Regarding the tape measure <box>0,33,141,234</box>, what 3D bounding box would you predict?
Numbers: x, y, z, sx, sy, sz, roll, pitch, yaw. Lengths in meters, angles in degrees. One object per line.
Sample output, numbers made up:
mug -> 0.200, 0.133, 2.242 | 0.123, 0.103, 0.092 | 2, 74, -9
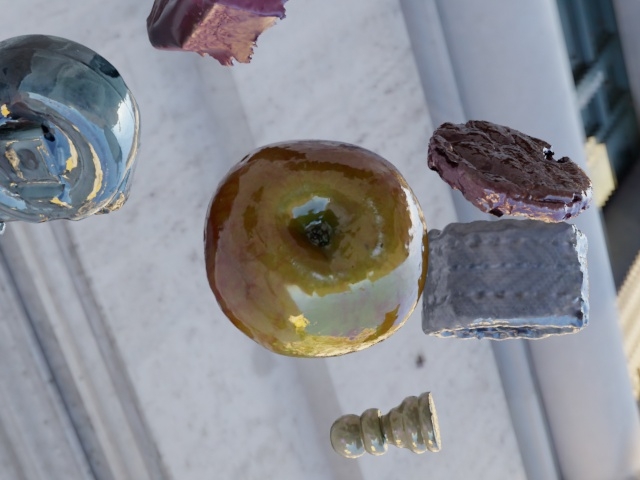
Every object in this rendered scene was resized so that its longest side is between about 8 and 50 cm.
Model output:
tape measure -> -0.370, -0.136, 1.919 | 0.256, 0.275, 0.147 | -6, -142, 13

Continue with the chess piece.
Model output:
chess piece -> 0.099, 0.295, 2.238 | 0.170, 0.094, 0.094 | -10, -156, 11

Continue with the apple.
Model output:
apple -> 0.000, 0.000, 1.802 | 0.301, 0.301, 0.301 | -15, -156, 7

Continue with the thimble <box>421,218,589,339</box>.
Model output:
thimble -> 0.266, 0.059, 2.064 | 0.245, 0.157, 0.217 | -4, 170, 24

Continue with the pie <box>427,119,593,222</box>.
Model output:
pie -> 0.158, -0.058, 1.206 | 0.153, 0.038, 0.153 | 15, -154, -7

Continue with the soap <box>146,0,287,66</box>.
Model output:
soap -> -0.137, -0.355, 1.956 | 0.127, 0.220, 0.325 | 18, -178, -19
